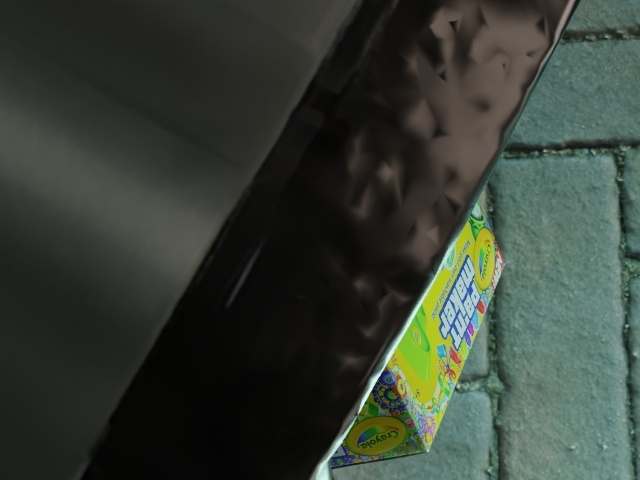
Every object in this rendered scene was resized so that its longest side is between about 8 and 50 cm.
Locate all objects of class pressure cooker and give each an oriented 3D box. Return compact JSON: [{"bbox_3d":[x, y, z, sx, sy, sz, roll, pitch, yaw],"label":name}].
[{"bbox_3d":[-0.168,-0.082,0.513,0.370,0.420,0.375,-59,-177,37],"label":"pressure cooker"}]

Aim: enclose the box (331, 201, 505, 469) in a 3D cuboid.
[{"bbox_3d":[0.000,0.000,1.690,0.279,0.177,0.290,65,29,-24],"label":"box"}]
